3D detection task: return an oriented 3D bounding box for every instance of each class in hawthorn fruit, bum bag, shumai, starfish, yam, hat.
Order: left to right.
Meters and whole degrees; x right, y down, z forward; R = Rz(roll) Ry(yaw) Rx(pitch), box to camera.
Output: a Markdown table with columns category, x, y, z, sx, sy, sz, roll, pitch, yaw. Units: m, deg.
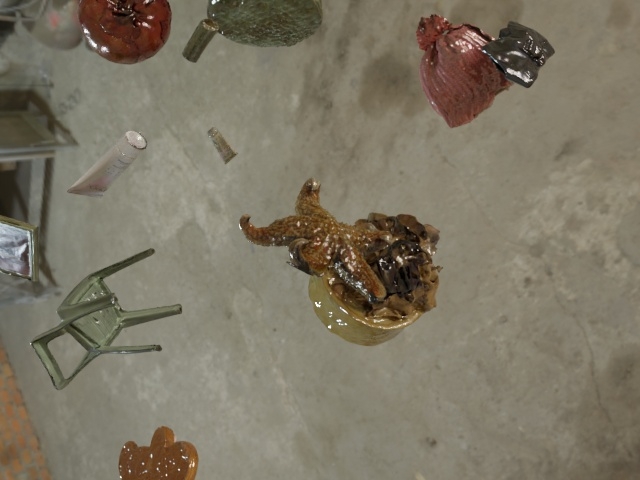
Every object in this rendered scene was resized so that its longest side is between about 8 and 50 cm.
| category | x | y | z | sx | sy | sz | roll | pitch | yaw |
| --- | --- | --- | --- | --- | --- | --- | --- | --- | --- |
| hawthorn fruit | -0.322 | -0.362 | 0.942 | 0.172 | 0.148 | 0.148 | -157 | 61 | -69 |
| yam | -0.329 | -0.543 | 1.549 | 0.132 | 0.054 | 0.054 | -41 | 73 | 39 |
| shumai | -0.156 | -0.768 | 1.668 | 0.324 | 0.397 | 0.323 | -2 | 86 | 15 |
| starfish | -0.002 | -0.003 | 1.071 | 0.312 | 0.303 | 0.113 | 25 | 118 | 7 |
| hat | 0.348 | -0.455 | 1.459 | 0.236 | 0.107 | 0.286 | -41 | 90 | 8 |
| bum bag | 0.455 | -0.433 | 1.298 | 0.137 | 0.310 | 0.074 | 36 | 132 | 7 |

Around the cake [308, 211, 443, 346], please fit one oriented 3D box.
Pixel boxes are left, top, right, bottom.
| category | x | y | z | sx | sy | sz | roll | pitch | yaw |
| --- | --- | --- | --- | --- | --- | --- | --- | --- | --- |
| cake | 0.156 | 0.078 | 1.482 | 0.332 | 0.332 | 0.321 | 55 | 146 | 18 |

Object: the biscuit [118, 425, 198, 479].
| category | x | y | z | sx | sy | sz | roll | pitch | yaw |
| --- | --- | --- | --- | --- | --- | --- | --- | --- | --- |
| biscuit | -0.375 | 0.539 | 1.306 | 0.324 | 0.049 | 0.205 | -33 | 47 | 36 |

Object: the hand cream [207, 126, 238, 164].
| category | x | y | z | sx | sy | sz | roll | pitch | yaw |
| --- | --- | --- | --- | --- | --- | --- | --- | --- | --- |
| hand cream | -0.336 | -0.326 | 1.938 | 0.039 | 0.061 | 0.143 | 38 | 166 | 41 |

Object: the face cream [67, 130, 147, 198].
| category | x | y | z | sx | sy | sz | roll | pitch | yaw |
| --- | --- | --- | --- | --- | --- | --- | --- | --- | --- |
| face cream | -0.521 | -0.179 | 1.402 | 0.243 | 0.092 | 0.058 | -36 | 61 | 28 |

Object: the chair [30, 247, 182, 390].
| category | x | y | z | sx | sy | sz | roll | pitch | yaw |
| --- | --- | --- | --- | --- | --- | --- | --- | --- | --- |
| chair | -0.437 | 0.170 | 1.141 | 0.274 | 0.203 | 0.191 | -17 | 115 | 19 |

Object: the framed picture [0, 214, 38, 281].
| category | x | y | z | sx | sy | sz | roll | pitch | yaw |
| --- | --- | --- | --- | --- | --- | --- | --- | --- | --- |
| framed picture | -0.806 | 0.011 | 1.402 | 0.273 | 0.216 | 0.016 | 124 | 159 | -50 |
